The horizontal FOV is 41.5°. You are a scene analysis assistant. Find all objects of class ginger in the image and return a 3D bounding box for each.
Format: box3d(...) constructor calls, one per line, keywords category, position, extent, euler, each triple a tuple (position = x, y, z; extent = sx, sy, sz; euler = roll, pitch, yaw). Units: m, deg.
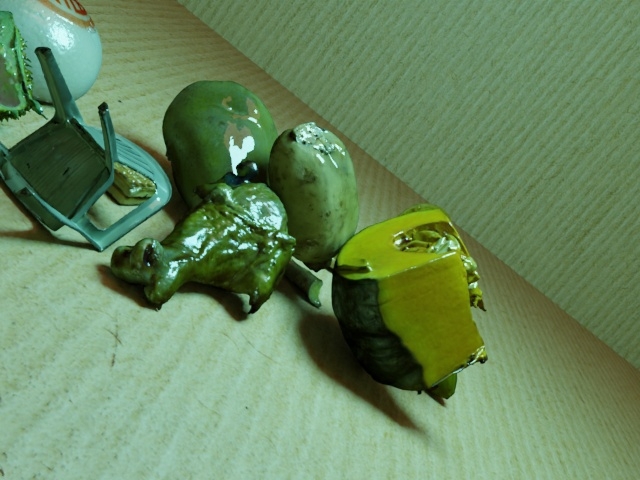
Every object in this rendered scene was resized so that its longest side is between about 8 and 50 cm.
box3d(category="ginger", position=(-0.038, 0.068, 1.595), extent=(0.137, 0.044, 0.057), euler=(42, 33, 17))

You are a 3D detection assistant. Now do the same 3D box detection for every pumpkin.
box3d(category="pumpkin", position=(0.152, 0.097, 1.461), extent=(0.303, 0.256, 0.225), euler=(-80, 156, -70))

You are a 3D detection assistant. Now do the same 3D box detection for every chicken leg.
box3d(category="chicken leg", position=(-0.158, 0.028, 1.282), extent=(0.211, 0.140, 0.361), euler=(51, 36, -7))

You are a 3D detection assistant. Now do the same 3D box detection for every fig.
box3d(category="fig", position=(0.228, 0.262, 1.610), extent=(0.074, 0.074, 0.088), euler=(11, 50, -62))

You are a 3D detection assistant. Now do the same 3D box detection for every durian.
box3d(category="durian", position=(-0.510, -0.256, 1.304), extent=(0.137, 0.095, 0.220), euler=(-10, 58, -28))

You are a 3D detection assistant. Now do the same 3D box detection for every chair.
box3d(category="chair", position=(-0.332, -0.114, 1.149), extent=(0.203, 0.190, 0.274), euler=(45, -13, 17))

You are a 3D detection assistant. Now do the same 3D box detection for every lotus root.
box3d(category="lotus root", position=(-0.011, -0.067, 1.476), extent=(0.160, 0.284, 0.146), euler=(-24, 39, -28))

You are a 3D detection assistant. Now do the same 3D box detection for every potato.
box3d(category="potato", position=(-0.173, -0.138, 1.536), extent=(0.218, 0.203, 0.351), euler=(60, 19, -54))

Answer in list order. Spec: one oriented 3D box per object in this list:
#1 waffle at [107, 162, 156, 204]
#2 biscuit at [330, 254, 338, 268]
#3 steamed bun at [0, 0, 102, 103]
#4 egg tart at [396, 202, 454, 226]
box3d(category="waffle", position=(-0.341, -0.118, 1.397), extent=(0.148, 0.042, 0.102), euler=(42, 13, 11))
box3d(category="biscuit", position=(0.003, 0.002, 1.907), extent=(0.144, 0.040, 0.236), euler=(23, 22, -29))
box3d(category="steamed bun", position=(-0.512, -0.378, 1.494), extent=(0.283, 0.177, 0.283), euler=(36, 14, -11))
box3d(category="egg tart", position=(0.295, 0.015, 2.294), extent=(0.147, 0.202, 0.202), euler=(38, 11, -45))
